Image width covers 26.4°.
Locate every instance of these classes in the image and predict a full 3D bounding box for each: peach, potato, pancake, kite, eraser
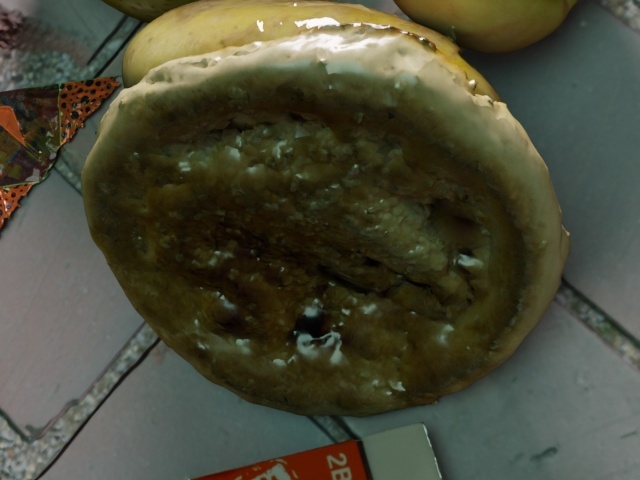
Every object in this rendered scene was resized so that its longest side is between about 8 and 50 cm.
[{"bbox_3d":[0.123,-0.236,1.017,0.184,0.184,0.184,-4,78,19],"label":"peach"},{"bbox_3d":[-0.003,-0.113,1.022,0.296,0.191,0.141,13,86,22],"label":"potato"},{"bbox_3d":[0.001,-0.001,0.969,0.356,0.356,0.065,-5,37,18],"label":"pancake"},{"bbox_3d":[-0.277,-0.094,1.216,0.125,0.008,0.222,40,93,24],"label":"kite"},{"bbox_3d":[-0.012,0.233,0.983,0.230,0.038,0.157,-12,73,-15],"label":"eraser"}]

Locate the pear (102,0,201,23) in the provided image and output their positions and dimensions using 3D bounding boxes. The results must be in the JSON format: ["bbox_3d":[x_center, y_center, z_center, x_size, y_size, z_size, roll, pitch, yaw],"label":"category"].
[{"bbox_3d":[-0.099,-0.360,1.083,0.386,0.191,0.340,-46,74,16],"label":"pear"}]
